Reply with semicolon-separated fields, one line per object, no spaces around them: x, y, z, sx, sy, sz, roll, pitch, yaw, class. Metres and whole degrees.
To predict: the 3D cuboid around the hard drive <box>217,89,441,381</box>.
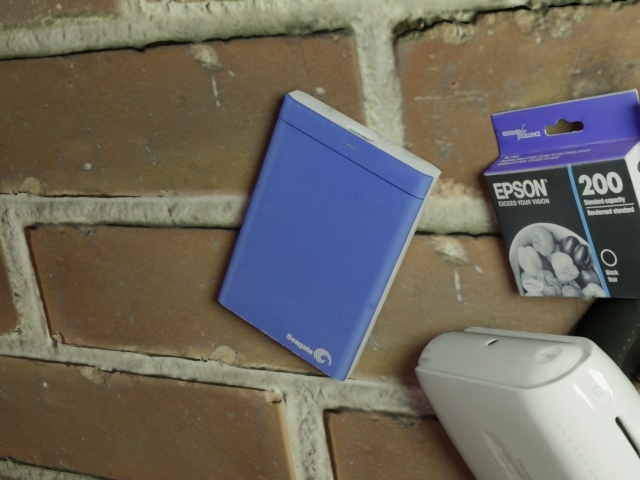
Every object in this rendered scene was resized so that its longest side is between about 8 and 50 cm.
0.000;0.000;1.301;0.210;0.040;0.319;32;122;17;hard drive

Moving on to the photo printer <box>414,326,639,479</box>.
0.251;0.216;1.093;0.256;0.107;0.307;58;161;-11;photo printer

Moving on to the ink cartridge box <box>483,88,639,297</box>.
0.264;-0.041;1.077;0.206;0.045;0.208;-4;108;57;ink cartridge box

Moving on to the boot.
0.397;0.158;1.064;0.229;0.263;0.091;34;92;-17;boot
